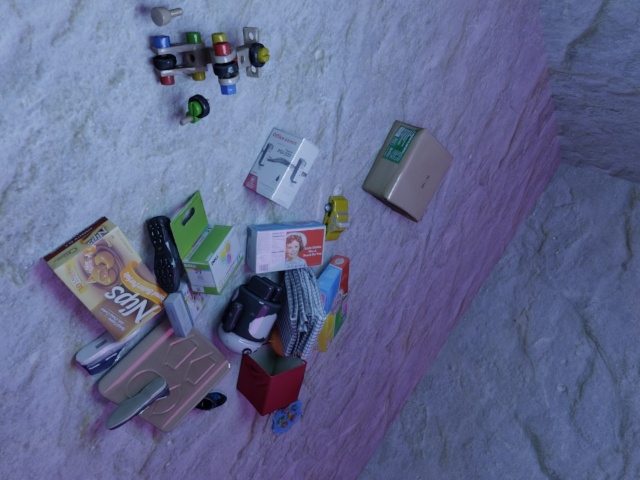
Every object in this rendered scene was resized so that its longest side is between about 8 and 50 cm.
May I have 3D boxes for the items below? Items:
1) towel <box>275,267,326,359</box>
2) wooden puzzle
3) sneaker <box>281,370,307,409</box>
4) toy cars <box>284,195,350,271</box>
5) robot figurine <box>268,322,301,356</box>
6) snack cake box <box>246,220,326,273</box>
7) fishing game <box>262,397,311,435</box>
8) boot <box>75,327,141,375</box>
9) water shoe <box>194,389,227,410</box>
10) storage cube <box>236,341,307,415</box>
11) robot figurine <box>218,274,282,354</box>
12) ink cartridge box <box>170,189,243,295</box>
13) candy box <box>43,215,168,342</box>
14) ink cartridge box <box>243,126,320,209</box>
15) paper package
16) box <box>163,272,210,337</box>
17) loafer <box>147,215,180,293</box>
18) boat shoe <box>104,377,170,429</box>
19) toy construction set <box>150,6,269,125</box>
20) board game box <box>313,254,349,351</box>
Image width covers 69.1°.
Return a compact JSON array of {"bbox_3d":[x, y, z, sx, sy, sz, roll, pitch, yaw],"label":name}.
[{"bbox_3d":[-0.089,0.255,1.677,0.121,0.283,0.235,6,129,-19],"label":"towel"},{"bbox_3d":[-0.505,0.435,1.542,0.322,0.080,0.347,-45,133,-17],"label":"wooden puzzle"},{"bbox_3d":[-0.160,0.645,2.041,0.118,0.083,0.222,18,107,-31],"label":"sneaker"},{"bbox_3d":[0.000,0.000,1.794,0.393,0.087,0.176,-48,139,-14],"label":"toy cars"},{"bbox_3d":[-0.117,0.377,1.845,0.219,0.128,0.158,-33,113,-58],"label":"robot figurine"},{"bbox_3d":[-0.118,0.018,1.623,0.264,0.089,0.152,-5,109,-30],"label":"snack cake box"},{"bbox_3d":[-0.151,0.831,2.177,0.264,0.041,0.189,14,100,-49],"label":"fishing game"},{"bbox_3d":[-0.611,0.315,1.370,0.190,0.069,0.086,-30,139,-21],"label":"boot"},{"bbox_3d":[-0.417,0.606,1.728,0.203,0.080,0.073,27,93,-50],"label":"water shoe"},{"bbox_3d":[-0.197,0.537,1.838,0.215,0.184,0.193,-9,120,-44],"label":"storage cube"},{"bbox_3d":[-0.242,0.265,1.630,0.209,0.173,0.278,27,92,-25],"label":"robot figurine"},{"bbox_3d":[-0.331,0.007,1.381,0.188,0.097,0.255,-67,156,-49],"label":"ink cartridge box"},{"bbox_3d":[-0.565,0.113,1.267,0.183,0.088,0.316,-41,138,-23],"label":"candy box"},{"bbox_3d":[-0.123,-0.230,1.469,0.092,0.159,0.217,30,90,-50],"label":"ink cartridge box"},{"bbox_3d":[0.368,-0.284,1.947,0.309,0.168,0.324,24,95,-50],"label":"paper package"},{"bbox_3d":[-0.409,0.183,1.439,0.186,0.038,0.145,-71,159,-52],"label":"box"},{"bbox_3d":[-0.433,0.039,1.324,0.078,0.076,0.223,-21,102,-72],"label":"loafer"},{"bbox_3d":[-0.555,0.513,1.425,0.206,0.075,0.065,-37,127,-29],"label":"boat shoe"},{"bbox_3d":[-0.273,-0.493,1.156,0.237,0.258,0.308,-47,119,-43],"label":"toy construction set"},{"bbox_3d":[0.042,0.253,1.881,0.242,0.064,0.316,-51,148,-52],"label":"board game box"}]
